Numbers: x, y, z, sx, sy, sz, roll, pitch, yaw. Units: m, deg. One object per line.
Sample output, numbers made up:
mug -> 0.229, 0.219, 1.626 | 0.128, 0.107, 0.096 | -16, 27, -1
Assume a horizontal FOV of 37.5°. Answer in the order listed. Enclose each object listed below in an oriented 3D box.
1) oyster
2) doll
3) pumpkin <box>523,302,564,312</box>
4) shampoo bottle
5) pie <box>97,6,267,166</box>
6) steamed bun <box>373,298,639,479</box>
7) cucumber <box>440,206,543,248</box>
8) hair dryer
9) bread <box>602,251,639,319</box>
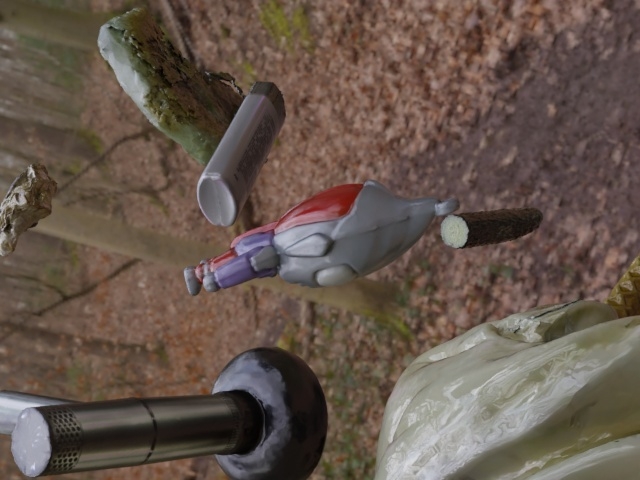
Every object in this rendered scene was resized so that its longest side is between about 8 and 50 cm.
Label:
oyster -> -0.528, -0.051, 1.718 | 0.163, 0.081, 0.191 | 99, -164, -75
doll -> 0.000, 0.000, 0.741 | 0.102, 0.227, 0.075 | -40, -67, -72
pumpkin -> 0.428, 0.201, 1.670 | 0.110, 0.217, 0.218 | 88, -169, -65
shampoo bottle -> -0.102, -0.121, 1.262 | 0.227, 0.055, 0.086 | -69, -19, -45
pie -> -0.225, -0.250, 1.634 | 0.078, 0.371, 0.297 | -39, 42, 24
steamed bun -> 0.187, 0.207, 0.526 | 0.347, 0.394, 0.237 | -63, -15, 21
cucumber -> 0.330, -0.027, 1.749 | 0.067, 0.293, 0.068 | 7, 100, 43
hair dryer -> -0.200, 0.163, 0.977 | 0.284, 0.320, 0.156 | 20, 98, 48
bread -> 0.657, 0.081, 1.922 | 0.367, 0.077, 0.084 | -46, -19, -24
